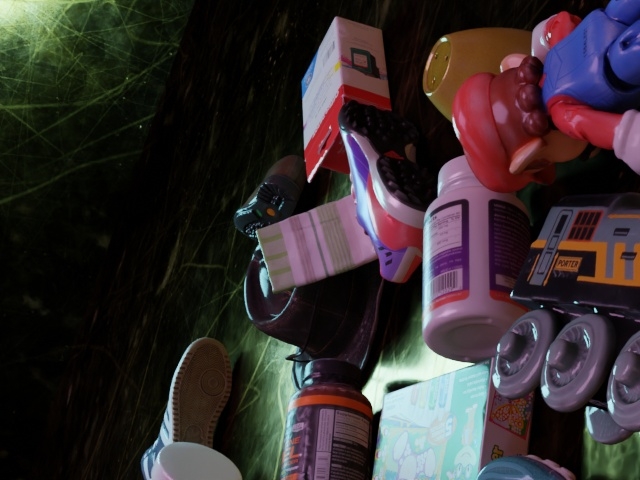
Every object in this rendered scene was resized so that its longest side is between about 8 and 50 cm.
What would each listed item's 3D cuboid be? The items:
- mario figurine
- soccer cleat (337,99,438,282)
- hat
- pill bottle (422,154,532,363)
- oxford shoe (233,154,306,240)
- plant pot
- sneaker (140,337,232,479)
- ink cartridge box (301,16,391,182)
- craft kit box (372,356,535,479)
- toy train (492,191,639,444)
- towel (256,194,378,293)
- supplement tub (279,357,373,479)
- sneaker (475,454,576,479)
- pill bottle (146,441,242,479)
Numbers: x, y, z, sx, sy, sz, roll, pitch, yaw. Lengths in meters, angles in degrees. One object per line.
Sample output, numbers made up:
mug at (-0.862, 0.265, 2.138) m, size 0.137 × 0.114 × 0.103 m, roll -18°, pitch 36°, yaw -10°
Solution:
mario figurine at (0.258, -0.138, 1.193) m, size 0.320 × 0.170 × 0.198 m, roll -37°, pitch 4°, yaw 46°
soccer cleat at (0.073, -0.072, 1.647) m, size 0.318 × 0.108 × 0.116 m, roll -111°, pitch 36°, yaw -57°
hat at (-0.026, 0.063, 1.775) m, size 0.331 × 0.134 × 0.331 m, roll -165°, pitch 90°, yaw -72°
pill bottle at (0.155, 0.014, 1.322) m, size 0.108 × 0.108 × 0.193 m, roll 130°, pitch 150°, yaw -52°
oxford shoe at (-0.070, -0.065, 2.125) m, size 0.096 × 0.083 × 0.227 m, roll -62°, pitch 11°, yaw -31°
plant pot at (0.169, -0.177, 1.458) m, size 0.134 × 0.095 × 0.134 m, roll -165°, pitch 90°, yaw -72°
sneaker at (-0.226, 0.305, 2.217) m, size 0.153 × 0.099 × 0.282 m, roll 155°, pitch 125°, yaw -64°
ink cartridge box at (0.035, -0.191, 1.888) m, size 0.231 × 0.078 × 0.134 m, roll -93°, pitch 25°, yaw -44°
craft kit box at (0.119, 0.258, 1.322) m, size 0.250 × 0.061 × 0.247 m, roll 145°, pitch 134°, yaw -63°
toy train at (0.249, 0.057, 0.988) m, size 0.190 × 0.142 × 0.334 m, roll -67°, pitch 17°, yaw -7°
towel at (0.000, 0.000, 1.677) m, size 0.023 × 0.152 × 0.113 m, roll 69°, pitch -178°, yaw -47°
supplement tub at (0.008, 0.242, 1.572) m, size 0.106 × 0.106 × 0.198 m, roll 133°, pitch 148°, yaw -54°
sneaker at (0.171, 0.262, 1.072) m, size 0.275 × 0.110 × 0.107 m, roll -110°, pitch 39°, yaw -61°
pill bottle at (-0.222, 0.451, 1.984) m, size 0.162 × 0.162 × 0.278 m, roll -113°, pitch 42°, yaw -62°
